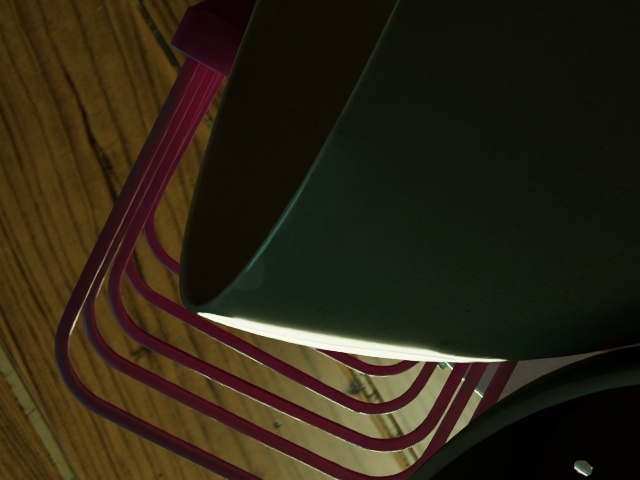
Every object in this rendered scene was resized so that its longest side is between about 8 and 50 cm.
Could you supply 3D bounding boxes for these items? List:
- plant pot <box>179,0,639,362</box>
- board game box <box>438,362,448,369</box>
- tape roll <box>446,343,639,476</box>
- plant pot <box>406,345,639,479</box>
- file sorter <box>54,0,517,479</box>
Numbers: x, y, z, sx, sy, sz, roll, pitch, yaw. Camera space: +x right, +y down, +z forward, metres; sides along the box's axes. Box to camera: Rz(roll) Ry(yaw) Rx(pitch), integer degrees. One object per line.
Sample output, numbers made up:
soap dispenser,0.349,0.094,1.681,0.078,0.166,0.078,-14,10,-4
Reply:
plant pot,0.093,-0.073,0.620,0.191,0.284,0.284,22,-165,-11
board game box,0.169,-0.045,1.392,0.142,0.275,0.144,57,-174,-14
tape roll,0.234,0.085,1.159,0.392,0.072,0.392,27,-163,-9
plant pot,0.141,0.141,0.690,0.256,0.256,0.274,58,-167,-4
file sorter,0.000,0.000,0.902,0.202,0.182,0.291,28,-169,-2
